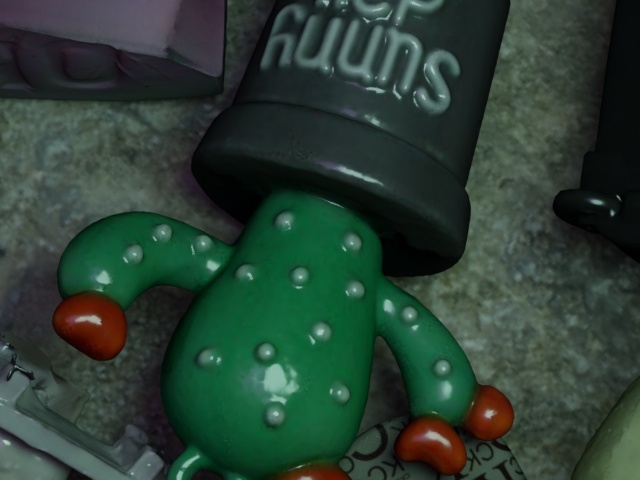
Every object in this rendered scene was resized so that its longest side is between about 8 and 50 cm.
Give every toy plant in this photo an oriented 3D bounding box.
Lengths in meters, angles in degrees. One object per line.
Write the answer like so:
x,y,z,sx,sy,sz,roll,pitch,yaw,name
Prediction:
-0.011,-0.005,1.198,0.279,0.185,0.400,28,72,-31,toy plant

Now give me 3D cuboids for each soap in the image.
-0.223,-0.163,1.233,0.324,0.193,0.109,1,79,-2,soap

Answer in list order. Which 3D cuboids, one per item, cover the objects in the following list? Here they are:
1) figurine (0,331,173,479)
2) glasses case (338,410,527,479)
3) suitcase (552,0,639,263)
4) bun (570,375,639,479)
-0.227,0.195,1.189,0.144,0.182,0.256,30,83,48,figurine
0.117,0.275,1.197,0.137,0.085,0.354,-25,78,-9,glasses case
0.342,-0.134,1.186,0.339,0.188,0.345,1,73,36,suitcase
0.320,0.210,1.130,0.364,0.202,0.364,0,84,1,bun
